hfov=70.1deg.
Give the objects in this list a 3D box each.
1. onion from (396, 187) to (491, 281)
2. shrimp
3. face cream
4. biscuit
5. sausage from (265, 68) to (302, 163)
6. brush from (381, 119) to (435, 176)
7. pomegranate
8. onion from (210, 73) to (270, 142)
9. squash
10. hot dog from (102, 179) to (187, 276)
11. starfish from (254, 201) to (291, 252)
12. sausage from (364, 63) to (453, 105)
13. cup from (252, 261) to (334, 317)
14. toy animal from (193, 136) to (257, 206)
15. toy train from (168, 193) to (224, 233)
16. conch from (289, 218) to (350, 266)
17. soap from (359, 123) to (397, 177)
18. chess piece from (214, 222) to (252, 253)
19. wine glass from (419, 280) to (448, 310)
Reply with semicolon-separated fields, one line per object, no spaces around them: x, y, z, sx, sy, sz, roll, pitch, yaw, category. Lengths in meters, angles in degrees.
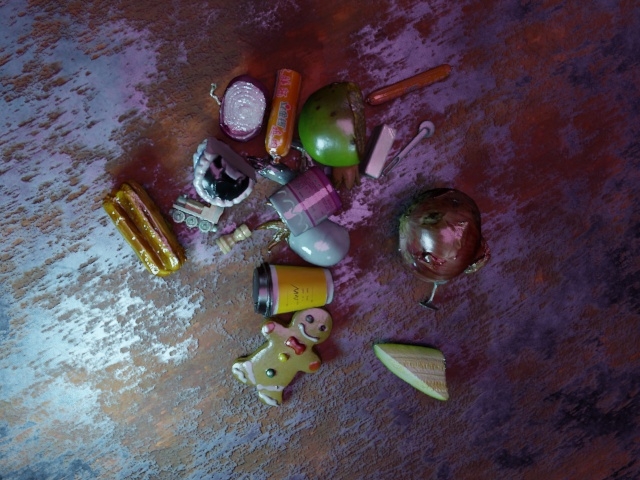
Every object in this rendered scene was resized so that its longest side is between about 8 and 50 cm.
0.407;-0.020;1.577;0.354;0.353;0.353;-1;99;-9;onion
-0.109;-0.278;1.598;0.289;0.075;0.178;23;89;-12;shrimp
-0.050;-0.130;1.531;0.195;0.175;0.175;-34;102;-5;face cream
-0.124;0.410;1.682;0.432;0.064;0.283;-44;102;7;biscuit
-0.127;-0.408;1.519;0.093;0.093;0.312;11;81;-10;sausage
0.318;-0.336;1.682;0.062;0.027;0.266;43;94;-12;brush
0.038;-0.340;1.513;0.216;0.310;0.358;2;118;8;pomegranate
-0.248;-0.431;1.495;0.201;0.200;0.207;-14;105;-7;onion
0.338;0.515;1.767;0.289;0.111;0.203;6;64;-13;squash
-0.581;-0.040;1.536;0.158;0.117;0.349;-30;101;17;hot dog
-0.118;-0.050;1.639;0.238;0.057;0.213;-17;108;-5;starfish
0.318;-0.555;1.628;0.348;0.053;0.053;-23;102;-5;sausage
-0.102;0.168;1.617;0.280;0.196;0.196;-3;99;-17;cup
-0.334;-0.222;1.511;0.156;0.204;0.208;-41;129;15;toy animal
-0.429;-0.095;1.578;0.176;0.074;0.118;22;85;-7;toy train
0.003;-0.001;1.628;0.221;0.121;0.185;2;74;-20;conch
0.200;-0.313;1.614;0.064;0.121;0.183;21;94;-12;soap
-0.306;-0.011;1.613;0.122;0.066;0.066;-36;102;-7;chess piece
0.448;0.165;1.750;0.079;0.079;0.195;16;97;-11;wine glass
